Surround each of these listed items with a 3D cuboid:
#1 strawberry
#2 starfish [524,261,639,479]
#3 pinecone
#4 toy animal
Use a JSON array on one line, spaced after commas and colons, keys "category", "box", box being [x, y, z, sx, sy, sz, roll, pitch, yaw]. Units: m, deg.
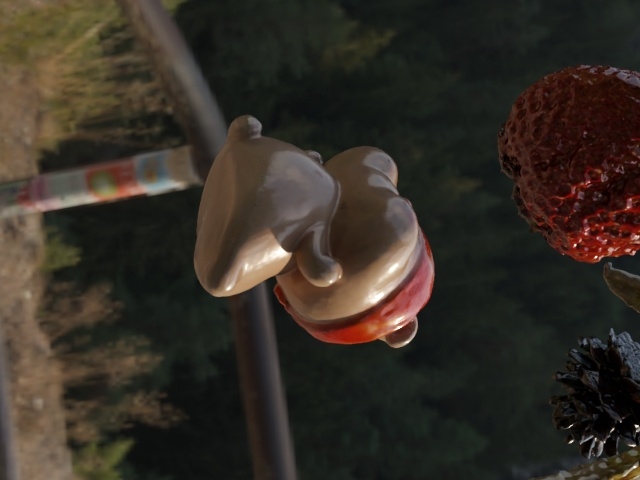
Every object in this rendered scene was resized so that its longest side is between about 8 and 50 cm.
[{"category": "strawberry", "box": [0.365, -0.100, 1.609, 0.250, 0.288, 0.238, -9, 85, -39]}, {"category": "starfish", "box": [0.232, 0.084, 0.797, 0.398, 0.384, 0.132, 167, -102, -89]}, {"category": "pinecone", "box": [0.292, 0.159, 1.318, 0.140, 0.121, 0.140, 38, 17, -14]}, {"category": "toy animal", "box": [0.000, 0.000, 1.053, 0.198, 0.171, 0.171, 20, 59, -24]}]
